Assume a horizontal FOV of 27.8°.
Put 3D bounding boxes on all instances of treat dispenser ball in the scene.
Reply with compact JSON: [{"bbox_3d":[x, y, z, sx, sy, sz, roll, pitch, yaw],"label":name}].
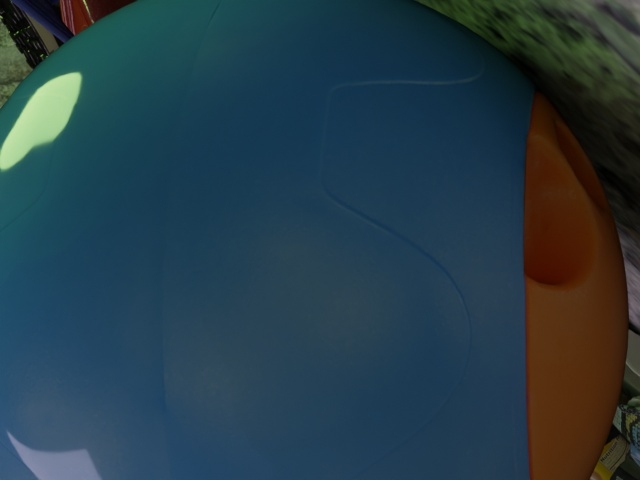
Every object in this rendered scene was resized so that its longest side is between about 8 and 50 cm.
[{"bbox_3d":[-0.016,0.032,0.548,0.288,0.288,0.288,44,178,2],"label":"treat dispenser ball"}]

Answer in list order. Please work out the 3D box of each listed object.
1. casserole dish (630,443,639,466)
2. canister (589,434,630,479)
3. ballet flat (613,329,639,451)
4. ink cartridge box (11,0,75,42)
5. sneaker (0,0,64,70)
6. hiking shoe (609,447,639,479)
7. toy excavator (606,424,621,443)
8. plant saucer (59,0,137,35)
[{"bbox_3d":[0.324,0.218,1.091,0.188,0.037,0.114,47,176,-32],"label":"casserole dish"},{"bbox_3d":[0.315,0.249,1.377,0.170,0.073,0.126,43,179,-12],"label":"canister"},{"bbox_3d":[0.187,0.077,0.799,0.070,0.070,0.188,45,176,-26],"label":"ballet flat"},{"bbox_3d":[-0.232,-0.274,0.808,0.311,0.065,0.186,62,-172,25],"label":"ink cartridge box"},{"bbox_3d":[-0.228,-0.239,1.129,0.107,0.124,0.283,36,157,49],"label":"sneaker"},{"bbox_3d":[0.336,0.294,1.258,0.227,0.114,0.086,46,178,-27],"label":"hiking shoe"},{"bbox_3d":[0.000,0.000,1.092,0.433,0.222,0.445,48,-175,-35],"label":"toy excavator"},{"bbox_3d":[-0.138,-0.090,0.929,0.258,0.047,0.259,94,155,-51],"label":"plant saucer"}]
